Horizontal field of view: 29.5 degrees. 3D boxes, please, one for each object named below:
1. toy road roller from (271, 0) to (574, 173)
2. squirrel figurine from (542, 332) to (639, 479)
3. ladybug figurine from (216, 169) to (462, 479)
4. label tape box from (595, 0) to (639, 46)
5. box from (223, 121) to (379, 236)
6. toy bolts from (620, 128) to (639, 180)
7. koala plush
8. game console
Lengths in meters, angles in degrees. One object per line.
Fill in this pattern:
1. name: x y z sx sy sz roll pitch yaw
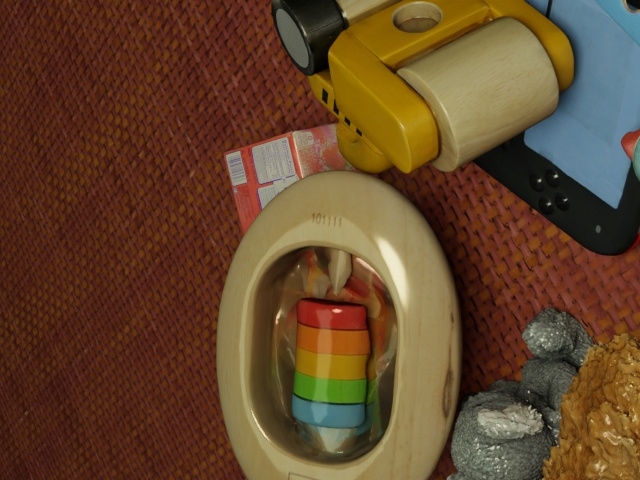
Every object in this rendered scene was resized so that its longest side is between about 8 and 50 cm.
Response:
1. toy road roller: 0.110 -0.164 1.336 0.329 0.203 0.240 48 160 41
2. squirrel figurine: 0.364 0.236 1.102 0.397 0.281 0.370 27 127 35
3. ladybug figurine: 0.031 0.137 1.454 0.305 0.162 0.449 11 101 22
4. label tape box: 0.328 -0.315 1.008 0.240 0.106 0.333 57 160 30
5. box: 0.000 0.000 1.638 0.154 0.142 0.299 -13 92 48
6. toy bolts: 0.404 -0.062 1.106 0.229 0.158 0.218 25 119 -6
7. koala plush: 0.236 0.221 1.391 0.203 0.221 0.196 47 131 27
8. game console: 0.250 -0.200 1.308 0.342 0.060 0.386 38 141 32
